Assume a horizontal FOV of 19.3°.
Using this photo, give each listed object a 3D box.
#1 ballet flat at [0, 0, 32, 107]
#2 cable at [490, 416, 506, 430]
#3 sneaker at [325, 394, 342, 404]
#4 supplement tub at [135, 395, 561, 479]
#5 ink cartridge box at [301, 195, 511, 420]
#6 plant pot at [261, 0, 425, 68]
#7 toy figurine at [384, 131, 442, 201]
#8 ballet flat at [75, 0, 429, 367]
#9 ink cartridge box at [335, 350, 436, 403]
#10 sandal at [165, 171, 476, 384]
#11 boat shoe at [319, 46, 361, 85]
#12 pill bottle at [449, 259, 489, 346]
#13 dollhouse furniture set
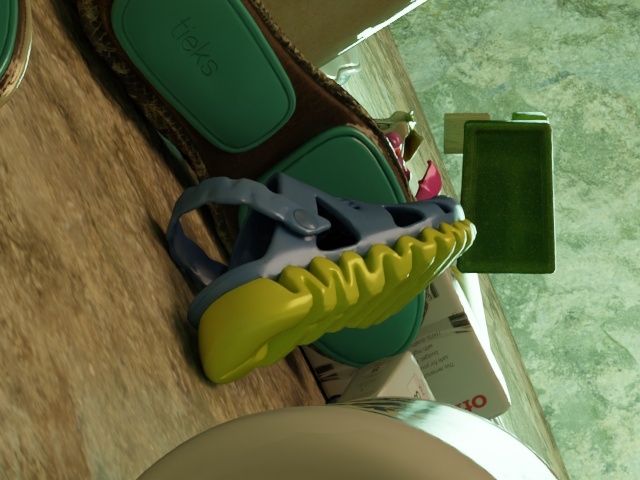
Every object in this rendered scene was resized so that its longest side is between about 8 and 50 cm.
[{"bbox_3d":[-0.205,-0.143,1.008,0.086,0.086,0.248,52,16,-56],"label":"ballet flat"},{"bbox_3d":[0.161,0.235,2.071,0.257,0.089,0.257,37,30,-72],"label":"cable"},{"bbox_3d":[0.049,0.184,1.655,0.162,0.063,0.073,56,11,-50],"label":"sneaker"},{"bbox_3d":[0.024,0.197,0.935,0.325,0.235,0.235,17,50,-78],"label":"supplement tub"},{"bbox_3d":[0.065,0.085,1.716,0.086,0.148,0.203,-91,156,-74],"label":"ink cartridge box"},{"bbox_3d":[-0.011,-0.310,1.792,0.334,0.305,0.334,62,9,-19],"label":"plant pot"},{"bbox_3d":[0.035,-0.051,1.786,0.130,0.159,0.173,-86,158,-70],"label":"toy figurine"},{"bbox_3d":[-0.054,-0.100,1.543,0.483,0.164,0.182,55,2,-38],"label":"ballet flat"},{"bbox_3d":[0.063,0.217,1.500,0.189,0.066,0.232,64,20,-10],"label":"ink cartridge box"},{"bbox_3d":[0.000,0.000,1.422,0.317,0.126,0.138,-13,63,-53],"label":"sandal"},{"bbox_3d":[-0.035,-0.204,2.129,0.112,0.095,0.335,64,14,2],"label":"boat shoe"},{"bbox_3d":[0.099,0.062,1.966,0.246,0.136,0.136,-93,158,-57],"label":"pill bottle"},{"bbox_3d":[0.087,-0.053,1.947,0.197,0.301,0.151,-71,162,-82],"label":"dollhouse furniture set"}]
